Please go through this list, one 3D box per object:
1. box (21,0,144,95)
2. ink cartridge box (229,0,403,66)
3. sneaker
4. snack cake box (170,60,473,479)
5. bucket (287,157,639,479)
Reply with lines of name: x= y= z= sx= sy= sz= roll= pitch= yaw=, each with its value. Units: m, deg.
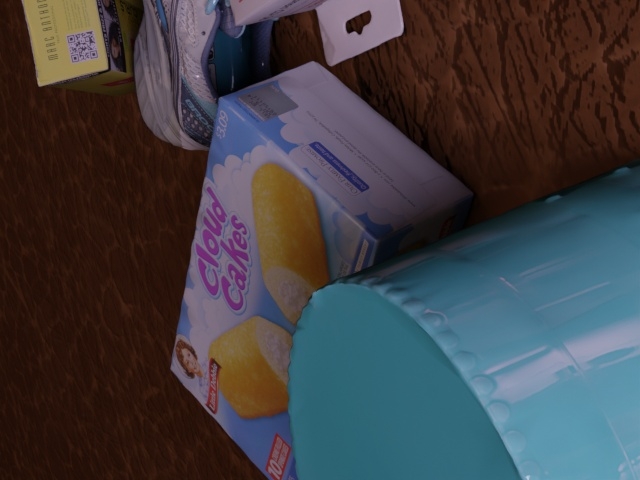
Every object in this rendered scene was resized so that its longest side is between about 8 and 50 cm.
box: x=-0.176 y=-0.165 z=1.079 sx=0.232 sy=0.058 sz=0.087 roll=-31 pitch=-70 yaw=-84
ink cartridge box: x=-0.021 y=-0.210 z=0.854 sx=0.115 sy=0.067 sz=0.198 roll=-12 pitch=94 yaw=64
sneaker: x=-0.081 y=-0.198 z=0.975 sx=0.122 sy=0.110 sz=0.283 roll=16 pitch=126 yaw=48
snack cake box: x=-0.010 y=0.033 z=0.903 sx=0.152 sy=0.089 sz=0.264 roll=42 pitch=139 yaw=27
bucket: x=0.118 y=0.110 z=0.624 sx=0.281 sy=0.183 sz=0.281 roll=46 pitch=144 yaw=47
